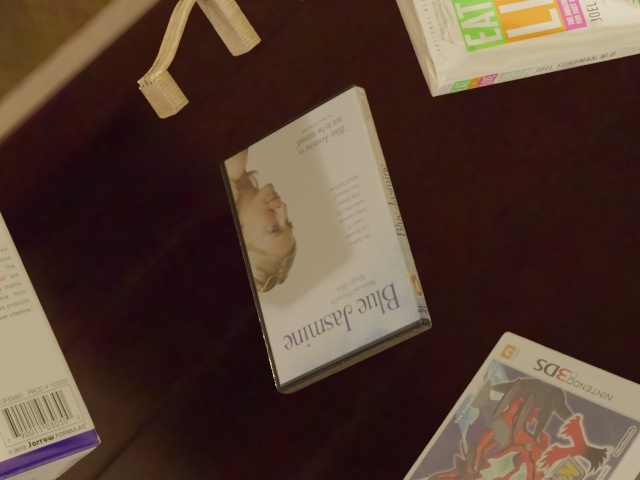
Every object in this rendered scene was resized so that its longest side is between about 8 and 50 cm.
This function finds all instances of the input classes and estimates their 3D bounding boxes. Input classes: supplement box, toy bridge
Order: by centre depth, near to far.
[{"bbox_3d":[-0.271,0.084,1.333,0.114,0.111,0.220,-39,72,54],"label":"supplement box"},{"bbox_3d":[-0.072,-0.172,1.362,0.026,0.188,0.063,-11,118,55],"label":"toy bridge"}]

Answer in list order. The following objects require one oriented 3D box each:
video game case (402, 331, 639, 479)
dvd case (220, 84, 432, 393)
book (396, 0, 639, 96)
[{"bbox_3d":[0.148,0.176,1.341,0.023,0.201,0.183,43,167,-36],"label":"video game case"},{"bbox_3d":[0.000,0.000,1.714,0.180,0.022,0.253,-28,67,31],"label":"dvd case"},{"bbox_3d":[0.122,-0.145,1.076,0.035,0.144,0.096,113,141,-69],"label":"book"}]
